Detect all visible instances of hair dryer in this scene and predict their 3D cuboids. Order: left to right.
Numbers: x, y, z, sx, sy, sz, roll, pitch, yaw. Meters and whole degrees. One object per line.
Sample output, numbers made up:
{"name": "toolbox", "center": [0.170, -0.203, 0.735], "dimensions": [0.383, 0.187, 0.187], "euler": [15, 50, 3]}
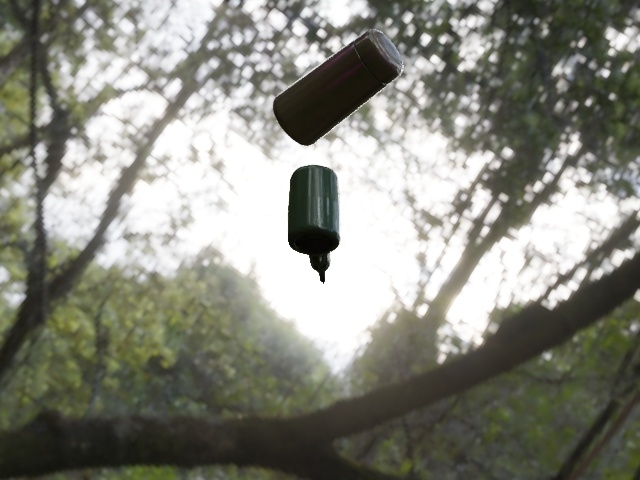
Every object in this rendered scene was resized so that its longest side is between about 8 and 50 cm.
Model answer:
{"name": "hair dryer", "center": [0.000, 0.000, 1.194], "dimensions": [0.047, 0.071, 0.150], "euler": [-2, -31, 6]}

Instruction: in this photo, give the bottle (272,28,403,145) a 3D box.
{"name": "bottle", "center": [0.013, -0.112, 0.960], "dimensions": [0.096, 0.045, 0.045], "euler": [-35, -66, 22]}
